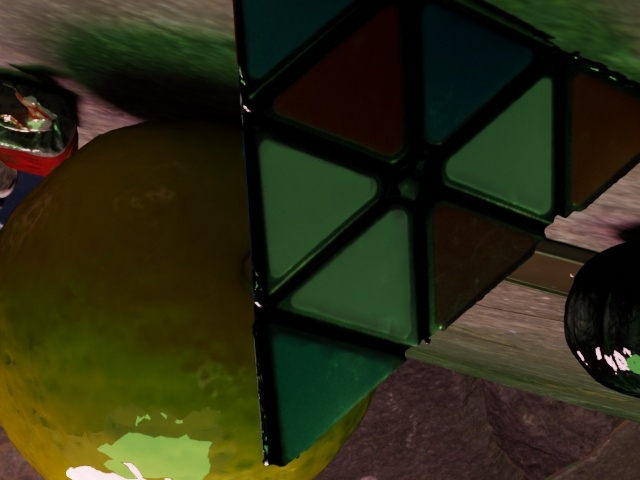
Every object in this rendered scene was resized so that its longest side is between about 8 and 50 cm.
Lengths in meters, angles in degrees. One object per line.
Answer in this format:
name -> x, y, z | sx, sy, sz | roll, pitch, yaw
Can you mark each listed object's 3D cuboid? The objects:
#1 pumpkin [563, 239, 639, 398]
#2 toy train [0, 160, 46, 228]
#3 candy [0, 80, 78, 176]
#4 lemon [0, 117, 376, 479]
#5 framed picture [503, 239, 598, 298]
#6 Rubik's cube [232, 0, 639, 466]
pumpkin -> 0.293, 0.075, 0.945 | 0.202, 0.140, 0.202 | 15, 175, 1
toy train -> -0.420, -0.068, 1.319 | 0.300, 0.131, 0.202 | 11, 173, 32
candy -> -0.262, -0.098, 1.071 | 0.086, 0.059, 0.292 | 15, 173, -8
lemon -> -0.105, 0.062, 0.940 | 0.348, 0.348, 0.348 | 15, 172, 2
framed picture -> 0.270, 0.041, 1.198 | 0.184, 0.016, 0.250 | 15, 173, 0
Rubik's cube -> -0.010, -0.100, 0.598 | 0.250, 0.284, 0.234 | 51, 176, 40
